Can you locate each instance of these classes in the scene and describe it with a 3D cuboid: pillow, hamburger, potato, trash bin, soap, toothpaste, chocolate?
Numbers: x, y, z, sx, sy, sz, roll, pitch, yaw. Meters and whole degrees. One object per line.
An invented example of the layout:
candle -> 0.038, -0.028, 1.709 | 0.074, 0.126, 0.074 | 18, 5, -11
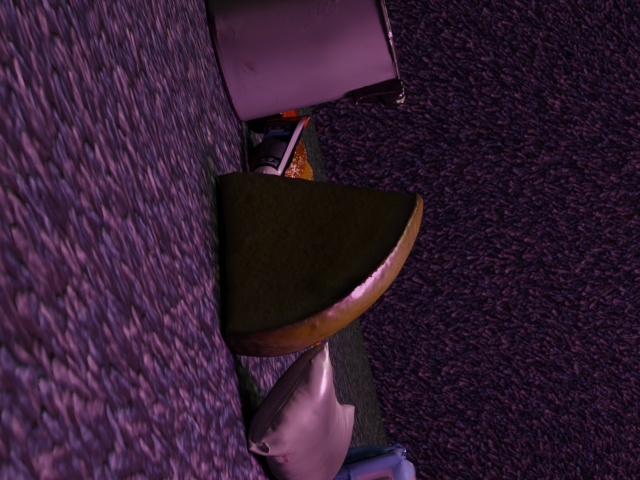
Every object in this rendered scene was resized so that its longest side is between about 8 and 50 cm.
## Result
pillow -> -0.012, 0.219, 1.293 | 0.144, 0.078, 0.254 | -61, 159, -19
hamburger -> -0.060, -0.112, 1.786 | 0.166, 0.087, 0.137 | -91, 167, -67
potato -> -0.039, 0.048, 1.277 | 0.112, 0.269, 0.255 | 74, 33, -40
trash bin -> -0.024, -0.317, 1.707 | 0.217, 0.262, 0.277 | 48, 29, -81
soap -> 0.067, 0.410, 1.465 | 0.077, 0.156, 0.293 | 66, 12, -60
toothpaste -> -0.066, -0.133, 1.682 | 0.193, 0.071, 0.045 | -76, 156, -48
chocolate -> -0.100, -0.252, 1.862 | 0.072, 0.070, 0.147 | 80, 5, -57

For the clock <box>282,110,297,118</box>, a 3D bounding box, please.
clock -> -0.085, -0.316, 2.321 | 0.205, 0.051, 0.205 | -12, 90, -86

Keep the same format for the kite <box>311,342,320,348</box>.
kite -> -0.003, 0.217, 2.080 | 0.183, 0.014, 0.241 | -94, 169, -70
